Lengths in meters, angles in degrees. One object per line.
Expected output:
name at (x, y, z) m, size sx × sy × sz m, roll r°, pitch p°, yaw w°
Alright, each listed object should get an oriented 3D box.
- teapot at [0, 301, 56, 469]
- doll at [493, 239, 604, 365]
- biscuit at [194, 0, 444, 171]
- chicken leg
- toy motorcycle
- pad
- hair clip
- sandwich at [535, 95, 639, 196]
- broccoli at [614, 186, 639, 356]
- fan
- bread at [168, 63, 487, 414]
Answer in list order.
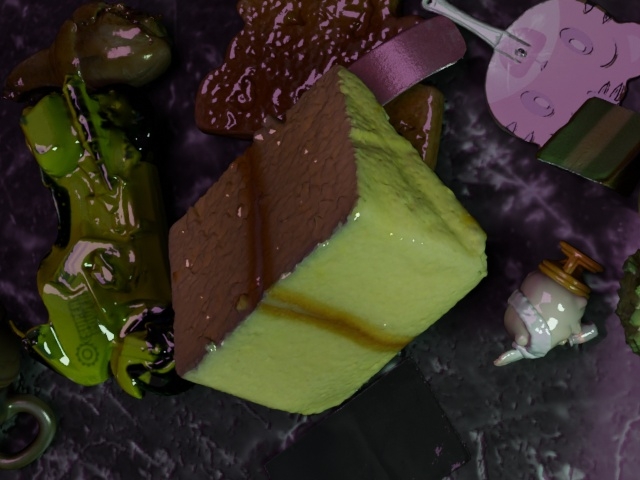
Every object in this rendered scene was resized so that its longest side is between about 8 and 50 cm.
teapot at (-0.392, 0.136, 1.443) m, size 0.267 × 0.185 × 0.175 m, roll 43°, pitch 105°, yaw -12°
doll at (0.205, 0.069, 1.198) m, size 0.084 × 0.073 × 0.127 m, roll 33°, pitch 97°, yaw -4°
biscuit at (0.013, -0.143, 1.344) m, size 0.278 × 0.043 × 0.301 m, roll -37°, pitch 70°, yaw 15°
chicken leg at (-0.259, -0.204, 1.482) m, size 0.227 × 0.088 × 0.103 m, roll -8°, pitch 88°, yaw 33°
toy motorcycle at (-0.236, 0.008, 1.405) m, size 0.206 × 0.142 × 0.342 m, roll -15°, pitch 79°, yaw 7°
pad at (0.042, 0.212, 1.295) m, size 0.193 × 0.004 × 0.116 m, roll -39°, pitch 67°, yaw 17°
hair clip at (0.072, -0.163, 1.284) m, size 0.137 × 0.022 × 0.054 m, roll -31°, pitch 75°, yaw 16°
sandwich at (0.240, -0.088, 1.169) m, size 0.074 × 0.116 × 0.074 m, roll 24°, pitch 97°, yaw 21°
broccoli at (0.361, -0.039, 1.064) m, size 0.254 × 0.186 × 0.302 m, roll 3°, pitch 89°, yaw 35°
fan at (0.188, -0.177, 1.261) m, size 0.226 × 0.008 × 0.152 m, roll 34°, pitch 100°, yaw 19°
bread at (0.000, 0.000, 1.277) m, size 0.263 × 0.198 × 0.236 m, roll -44°, pitch 40°, yaw 24°
